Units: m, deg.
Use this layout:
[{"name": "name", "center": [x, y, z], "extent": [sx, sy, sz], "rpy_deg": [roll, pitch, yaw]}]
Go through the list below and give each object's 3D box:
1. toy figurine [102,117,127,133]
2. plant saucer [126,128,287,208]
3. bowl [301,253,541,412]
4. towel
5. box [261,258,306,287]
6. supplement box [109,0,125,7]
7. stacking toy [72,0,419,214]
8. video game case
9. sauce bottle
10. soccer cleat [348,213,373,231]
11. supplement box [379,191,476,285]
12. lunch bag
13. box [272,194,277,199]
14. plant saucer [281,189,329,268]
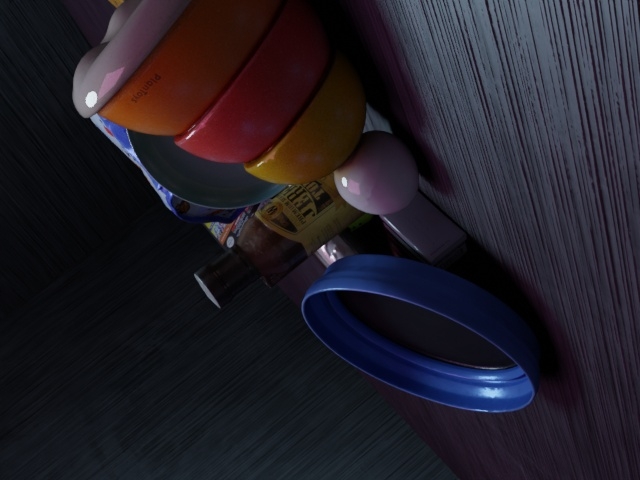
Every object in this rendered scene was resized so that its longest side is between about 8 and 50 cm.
[{"name": "toy figurine", "center": [-0.320, -0.303, 1.852], "extent": [0.191, 0.217, 0.362], "rpy_deg": [56, -162, -26]}, {"name": "plant saucer", "center": [-0.161, -0.208, 1.660], "extent": [0.317, 0.318, 0.043], "rpy_deg": [54, -166, -17]}, {"name": "bowl", "center": [0.162, 0.149, 1.594], "extent": [0.391, 0.077, 0.391], "rpy_deg": [21, 156, 10]}, {"name": "towel", "center": [0.077, 0.048, 1.922], "extent": [0.332, 0.053, 0.317], "rpy_deg": [48, -172, 18]}, {"name": "box", "center": [-0.139, -0.018, 2.633], "extent": [0.167, 0.168, 0.203], "rpy_deg": [46, 169, 29]}, {"name": "supplement box", "center": [-0.436, -0.562, 2.278], "extent": [0.233, 0.080, 0.078], "rpy_deg": [47, 171, 38]}, {"name": "stacking toy", "center": [-0.062, -0.189, 1.381], "extent": [0.480, 0.350, 0.350], "rpy_deg": [38, 175, -19]}, {"name": "video game case", "center": [-0.192, -0.097, 2.466], "extent": [0.248, 0.035, 0.275], "rpy_deg": [47, 127, 24]}, {"name": "sauce bottle", "center": [-0.042, -0.022, 1.592], "extent": [0.111, 0.344, 0.111], "rpy_deg": [48, 168, 14]}, {"name": "soccer cleat", "center": [0.029, -0.080, 1.869], "extent": [0.179, 0.072, 0.060], "rpy_deg": [43, 167, 44]}, {"name": "supplement box", "center": [0.176, 0.033, 1.588], "extent": [0.130, 0.073, 0.239], "rpy_deg": [46, 168, 32]}, {"name": "lunch bag", "center": [-0.310, -0.218, 2.233], "extent": [0.328, 0.239, 0.385], "rpy_deg": [49, -161, 16]}, {"name": "box", "center": [-0.162, -0.163, 1.871], "extent": [0.191, 0.045, 0.184], "rpy_deg": [37, -177, -20]}, {"name": "plant saucer", "center": [0.000, 0.000, 2.216], "extent": [0.310, 0.050, 0.310], "rpy_deg": [50, -178, -2]}]
